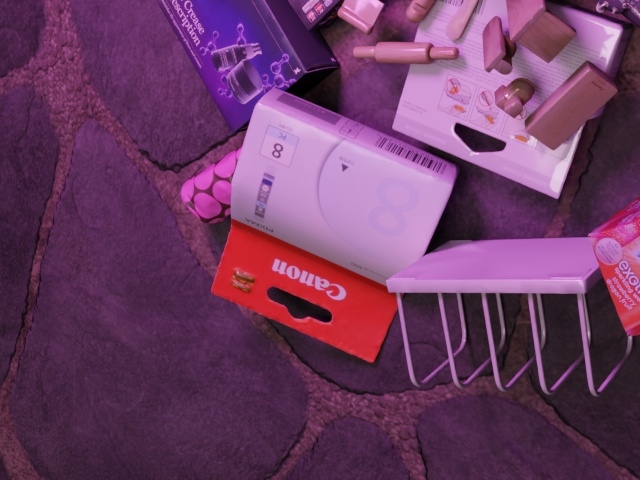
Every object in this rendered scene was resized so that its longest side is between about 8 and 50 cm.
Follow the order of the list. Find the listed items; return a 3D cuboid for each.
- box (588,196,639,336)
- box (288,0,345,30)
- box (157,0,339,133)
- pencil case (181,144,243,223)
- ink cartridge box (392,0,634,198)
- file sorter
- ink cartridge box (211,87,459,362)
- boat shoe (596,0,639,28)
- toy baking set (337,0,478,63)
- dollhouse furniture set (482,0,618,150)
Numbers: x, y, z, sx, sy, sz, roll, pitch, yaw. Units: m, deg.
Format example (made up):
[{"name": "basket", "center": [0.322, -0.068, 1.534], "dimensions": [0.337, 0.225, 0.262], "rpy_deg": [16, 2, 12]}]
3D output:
[{"name": "box", "center": [0.432, 0.003, 1.110], "dimensions": [0.123, 0.257, 0.128], "rpy_deg": [-19, 93, 39]}, {"name": "box", "center": [0.021, -0.449, 1.378], "dimensions": [0.231, 0.056, 0.183], "rpy_deg": [-35, 84, 36]}, {"name": "box", "center": [-0.118, -0.330, 1.486], "dimensions": [0.184, 0.103, 0.261], "rpy_deg": [-33, 85, 34]}, {"name": "pencil case", "center": [-0.136, -0.098, 1.581], "dimensions": [0.209, 0.095, 0.098], "rpy_deg": [-25, 111, 39]}, {"name": "ink cartridge box", "center": [0.252, -0.220, 1.289], "dimensions": [0.275, 0.060, 0.239], "rpy_deg": [27, 119, 25]}, {"name": "file sorter", "center": [0.269, 0.103, 1.298], "dimensions": [0.278, 0.193, 0.173], "rpy_deg": [-2, 106, 35]}, {"name": "ink cartridge box", "center": [0.000, 0.000, 1.455], "dimensions": [0.308, 0.091, 0.385], "rpy_deg": [23, 117, 5]}, {"name": "boat shoe", "center": [0.366, -0.305, 1.165], "dimensions": [0.065, 0.075, 0.206], "rpy_deg": [-31, 77, 16]}, {"name": "toy baking set", "center": [0.131, -0.335, 1.282], "dimensions": [0.256, 0.030, 0.196], "rpy_deg": [13, 111, 31]}, {"name": "dollhouse furniture set", "center": [0.286, -0.233, 1.209], "dimensions": [0.151, 0.123, 0.144], "rpy_deg": [31, 127, -17]}]
